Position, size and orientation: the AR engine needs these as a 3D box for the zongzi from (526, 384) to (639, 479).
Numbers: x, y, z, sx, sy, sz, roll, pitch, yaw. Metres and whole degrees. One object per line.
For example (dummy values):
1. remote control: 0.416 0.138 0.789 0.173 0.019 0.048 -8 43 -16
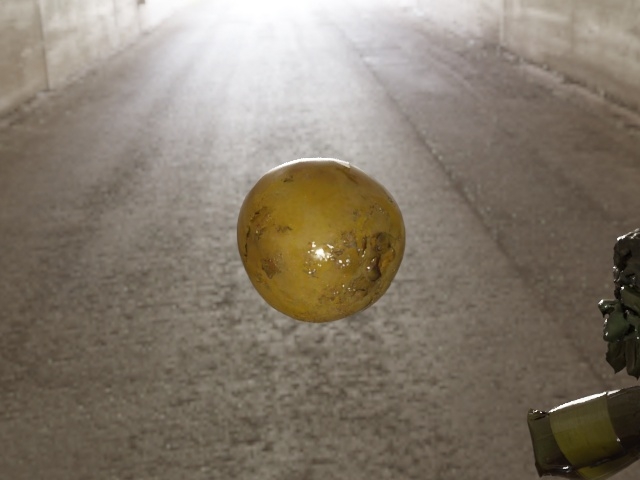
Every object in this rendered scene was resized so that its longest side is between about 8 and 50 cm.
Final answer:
1. zongzi: 0.613 0.407 2.113 0.289 0.154 0.317 -22 -34 32

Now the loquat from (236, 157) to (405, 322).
1. loquat: 0.000 0.000 1.440 0.235 0.235 0.235 -2 15 1

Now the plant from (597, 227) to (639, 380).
1. plant: 0.601 0.095 1.826 0.312 0.215 0.213 -27 30 -14
